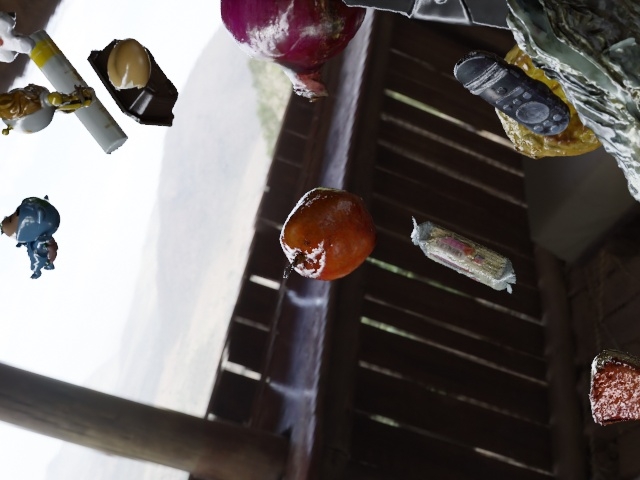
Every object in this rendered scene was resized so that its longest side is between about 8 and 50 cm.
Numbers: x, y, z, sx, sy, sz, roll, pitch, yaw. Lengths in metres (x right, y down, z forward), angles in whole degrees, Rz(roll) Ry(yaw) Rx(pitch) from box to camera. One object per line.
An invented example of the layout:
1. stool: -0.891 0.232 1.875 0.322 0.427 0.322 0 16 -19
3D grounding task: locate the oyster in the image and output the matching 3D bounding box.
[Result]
1. oyster: 0.310 -0.198 0.866 0.158 0.162 0.351 99 147 -79

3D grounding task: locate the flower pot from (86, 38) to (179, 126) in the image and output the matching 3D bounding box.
1. flower pot: -0.444 -0.398 1.927 0.084 0.251 0.179 -44 -18 27

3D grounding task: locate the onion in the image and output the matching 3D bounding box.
1. onion: -0.047 -0.484 1.761 0.348 0.347 0.385 -90 -10 -58

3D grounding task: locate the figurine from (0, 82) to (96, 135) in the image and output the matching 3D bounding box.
1. figurine: -0.389 -0.191 1.109 0.143 0.101 0.068 -53 -43 -65

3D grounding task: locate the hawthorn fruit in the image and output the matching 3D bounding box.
1. hawthorn fruit: 0.000 0.000 1.802 0.299 0.211 0.211 -39 -11 -39

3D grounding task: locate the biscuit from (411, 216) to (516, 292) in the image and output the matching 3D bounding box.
1. biscuit: 0.378 0.041 2.089 0.079 0.309 0.186 -61 -15 -10

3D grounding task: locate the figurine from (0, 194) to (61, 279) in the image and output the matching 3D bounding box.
1. figurine: -0.618 -0.008 1.659 0.114 0.144 0.178 -81 -8 -64

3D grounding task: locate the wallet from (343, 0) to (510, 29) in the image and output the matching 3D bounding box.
1. wallet: 0.186 -0.418 1.147 0.051 0.377 0.197 -36 -43 -52

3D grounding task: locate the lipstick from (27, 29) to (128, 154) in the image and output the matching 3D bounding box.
1. lipstick: -0.475 -0.287 1.528 0.059 0.264 0.059 -38 3 2

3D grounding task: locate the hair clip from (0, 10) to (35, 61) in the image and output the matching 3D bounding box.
1. hair clip: -0.647 -0.385 1.411 0.146 0.257 0.075 150 120 -67

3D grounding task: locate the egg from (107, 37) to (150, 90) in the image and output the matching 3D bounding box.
1. egg: -0.361 -0.331 1.479 0.080 0.080 0.096 -106 12 -70

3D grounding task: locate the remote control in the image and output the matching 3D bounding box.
1. remote control: 0.340 -0.270 1.389 0.090 0.265 0.066 -36 43 39

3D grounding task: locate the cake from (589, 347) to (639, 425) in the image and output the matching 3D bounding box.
1. cake: 0.562 0.233 1.331 0.086 0.220 0.117 -57 -46 -75

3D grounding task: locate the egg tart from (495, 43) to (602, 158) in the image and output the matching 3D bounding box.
1. egg tart: 0.559 -0.361 1.841 0.129 0.341 0.341 -103 34 -66
